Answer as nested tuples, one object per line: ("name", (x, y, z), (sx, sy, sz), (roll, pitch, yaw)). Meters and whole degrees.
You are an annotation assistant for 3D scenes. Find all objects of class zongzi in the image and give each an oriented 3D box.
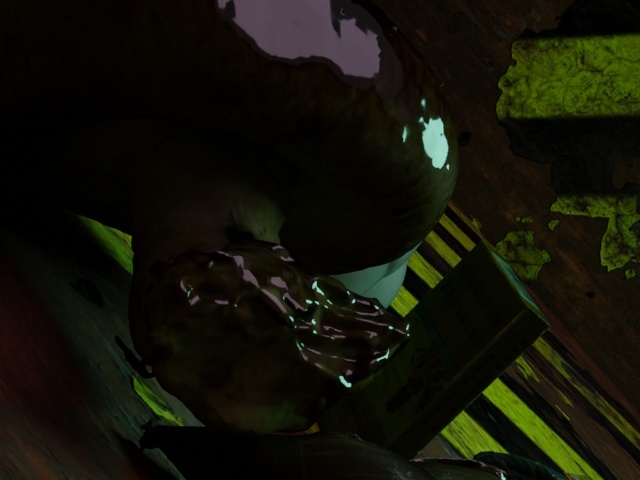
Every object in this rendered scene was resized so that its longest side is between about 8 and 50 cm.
("zongzi", (0.021, 0.200, 0.939), (0.242, 0.112, 0.221), (20, 30, -26))

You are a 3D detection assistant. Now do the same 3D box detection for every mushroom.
("mushroom", (-0.066, -0.039, 1.107), (0.331, 0.334, 0.356), (4, 76, -41))

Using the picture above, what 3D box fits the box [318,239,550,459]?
("box", (0.080, 0.098, 1.288), (0.030, 0.193, 0.121), (39, 11, -24))

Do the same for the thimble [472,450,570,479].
("thimble", (0.156, 0.231, 1.303), (0.135, 0.118, 0.090), (33, -2, 24))

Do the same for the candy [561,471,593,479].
("candy", (0.254, 0.273, 1.739), (0.038, 0.062, 0.122), (48, 10, 22))

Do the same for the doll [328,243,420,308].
("doll", (0.000, 0.000, 1.496), (0.221, 0.221, 0.251), (44, 32, -16))
